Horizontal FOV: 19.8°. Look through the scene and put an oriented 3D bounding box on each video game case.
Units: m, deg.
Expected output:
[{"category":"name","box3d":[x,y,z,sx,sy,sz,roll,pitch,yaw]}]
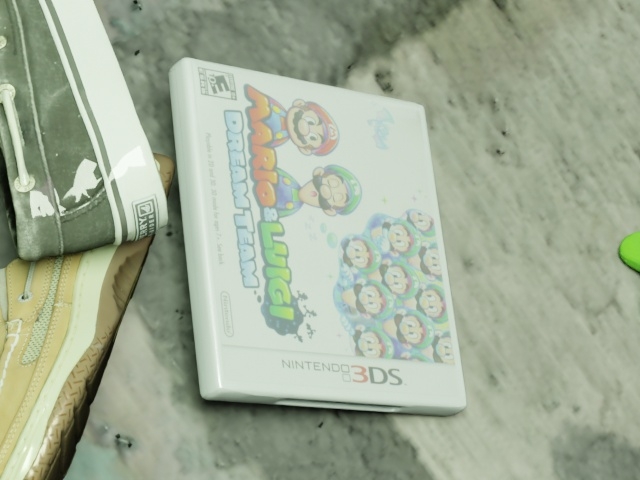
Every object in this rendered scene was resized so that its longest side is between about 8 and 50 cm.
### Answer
[{"category":"video game case","box3d":[0.000,0.000,0.842,0.143,0.019,0.157,8,66,-37]}]

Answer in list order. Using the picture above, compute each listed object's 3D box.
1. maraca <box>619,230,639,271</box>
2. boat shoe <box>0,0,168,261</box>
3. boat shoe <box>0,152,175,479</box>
[{"category":"maraca","box3d":[0.247,0.017,0.933,0.186,0.099,0.127,20,57,11]},{"category":"boat shoe","box3d":[-0.133,-0.086,0.775,0.070,0.078,0.219,-17,56,-15]},{"category":"boat shoe","box3d":[-0.121,0.033,0.765,0.072,0.068,0.190,19,50,-3]}]
